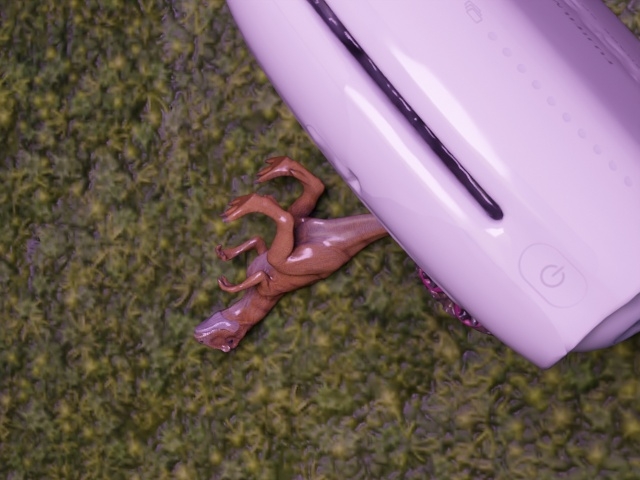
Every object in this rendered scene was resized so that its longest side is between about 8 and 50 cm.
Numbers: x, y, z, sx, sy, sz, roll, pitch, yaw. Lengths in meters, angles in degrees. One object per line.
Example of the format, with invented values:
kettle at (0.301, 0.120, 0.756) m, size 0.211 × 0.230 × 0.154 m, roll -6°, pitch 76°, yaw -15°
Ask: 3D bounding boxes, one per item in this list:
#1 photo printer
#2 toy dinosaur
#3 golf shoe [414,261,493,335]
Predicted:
photo printer at (0.093, -0.069, 0.656) m, size 0.107 × 0.307 × 0.256 m, roll -44°, pitch 78°, yaw 23°
toy dinosaur at (0.000, 0.000, 0.854) m, size 0.211 × 0.064 × 0.112 m, roll -27°, pitch 113°, yaw 25°
golf shoe at (0.078, -0.028, 0.787) m, size 0.067 × 0.086 × 0.186 m, roll -36°, pitch 77°, yaw 23°
